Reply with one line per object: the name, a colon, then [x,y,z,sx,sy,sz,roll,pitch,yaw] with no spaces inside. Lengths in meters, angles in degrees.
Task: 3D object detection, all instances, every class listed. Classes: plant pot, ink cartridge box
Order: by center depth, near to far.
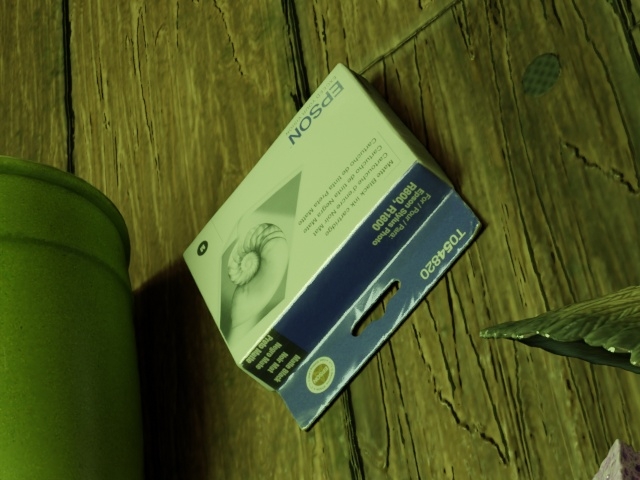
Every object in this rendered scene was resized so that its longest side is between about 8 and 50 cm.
ink cartridge box: [0.000,0.000,1.322,0.223,0.045,0.224,-50,39,13]
plant pot: [-0.292,0.182,1.330,0.366,0.366,0.353,-37,55,28]

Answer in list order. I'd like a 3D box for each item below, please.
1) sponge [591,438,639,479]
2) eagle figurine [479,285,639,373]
sponge: [0.135,0.226,0.949,0.117,0.031,0.210,-74,8,-59]
eagle figurine: [0.229,0.044,0.727,0.298,0.226,0.225,53,127,44]
